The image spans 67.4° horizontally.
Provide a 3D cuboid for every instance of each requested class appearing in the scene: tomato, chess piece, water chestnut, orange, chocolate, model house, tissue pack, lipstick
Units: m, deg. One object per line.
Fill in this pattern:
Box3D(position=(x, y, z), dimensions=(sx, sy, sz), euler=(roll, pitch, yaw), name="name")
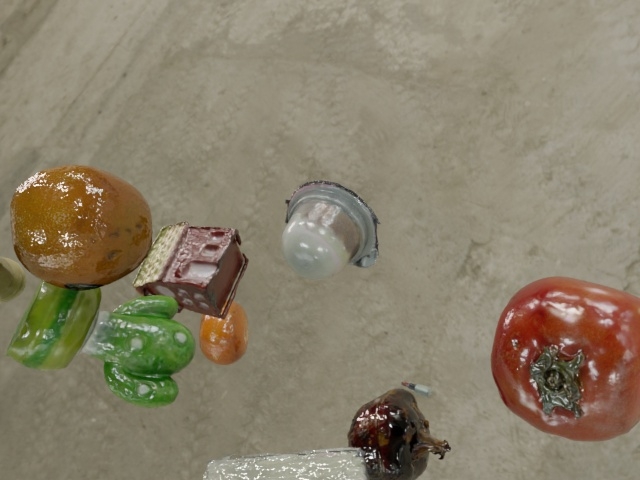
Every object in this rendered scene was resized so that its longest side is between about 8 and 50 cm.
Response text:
Box3D(position=(0.524, 0.237, 0.988), dimensions=(0.293, 0.289, 0.325), euler=(1, 99, 40), name="tomato")
Box3D(position=(-0.561, 0.058, 0.798), dimensions=(0.200, 0.090, 0.090), euler=(-26, 42, 67), name="chess piece")
Box3D(position=(0.273, 0.674, 1.634), dimensions=(0.346, 0.335, 0.335), euler=(-18, 57, 33), name="water chestnut")
Box3D(position=(-0.365, -0.019, 0.746), dimensions=(0.206, 0.206, 0.206), euler=(-13, 60, 23), name="orange")
Box3D(position=(0.002, 0.008, 0.937), dimensions=(0.221, 0.221, 0.147), euler=(0, 42, 28), name="chocolate")
Box3D(position=(-0.335, 0.070, 1.202), dimensions=(0.253, 0.160, 0.196), euler=(7, 55, 16), name="model house")
Box3D(position=(-0.044, 0.481, 0.742), dimensions=(0.242, 0.344, 0.125), euler=(-4, 29, -4), name="tissue pack")
Box3D(position=(-0.340, 0.321, 1.675), dimensions=(0.170, 0.224, 0.224), euler=(-5, 61, 2), name="orange")
Box3D(position=(0.308, 0.478, 1.559), dimensions=(0.107, 0.025, 0.025), euler=(9, 32, 41), name="lipstick")

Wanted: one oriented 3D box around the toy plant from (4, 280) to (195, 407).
Box3D(position=(-0.394, 0.182, 0.920), dimensions=(0.184, 0.315, 0.224), euler=(-36, 36, 42), name="toy plant")
